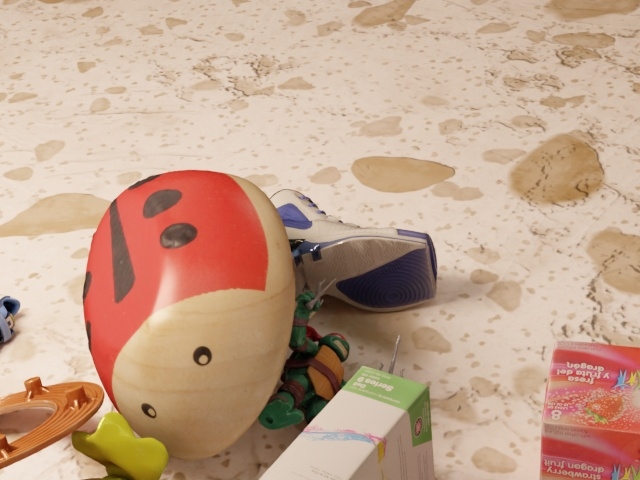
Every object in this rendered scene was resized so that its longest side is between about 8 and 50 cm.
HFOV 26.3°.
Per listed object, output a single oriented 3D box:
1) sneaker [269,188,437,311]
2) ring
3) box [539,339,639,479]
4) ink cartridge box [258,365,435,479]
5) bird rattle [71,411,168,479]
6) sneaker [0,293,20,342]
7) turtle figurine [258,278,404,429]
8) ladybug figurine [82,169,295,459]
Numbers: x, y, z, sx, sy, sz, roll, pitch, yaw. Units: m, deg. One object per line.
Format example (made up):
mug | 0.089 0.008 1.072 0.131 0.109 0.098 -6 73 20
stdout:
sneaker | -0.001 0.000 1.865 0.316 0.127 0.182 -3 36 6
ring | -0.409 0.222 1.553 0.337 0.032 0.336 -16 9 3
box | 0.390 0.220 1.464 0.300 0.154 0.142 5 36 13
ink cartridge box | 0.031 0.260 1.452 0.093 0.154 0.212 15 40 28
bird rattle | -0.235 0.328 1.464 0.207 0.143 0.253 -16 47 5
sneaker | -0.442 0.117 1.824 0.059 0.053 0.144 0 35 4
turtle figurine | 0.007 0.163 1.643 0.175 0.118 0.234 38 40 -9
ladybug figurine | -0.177 0.063 1.651 0.162 0.305 0.449 30 20 -31
